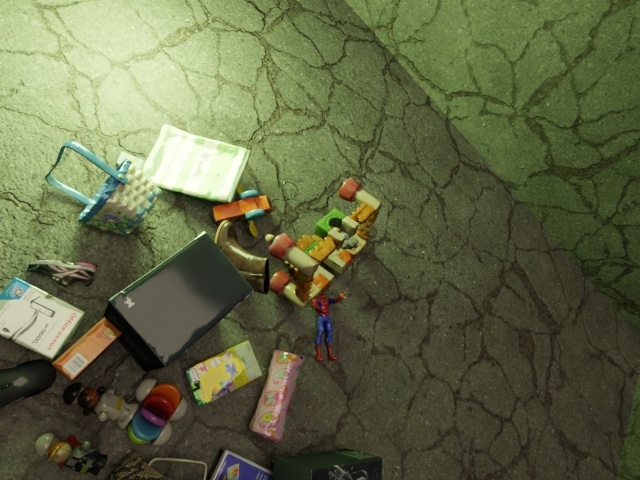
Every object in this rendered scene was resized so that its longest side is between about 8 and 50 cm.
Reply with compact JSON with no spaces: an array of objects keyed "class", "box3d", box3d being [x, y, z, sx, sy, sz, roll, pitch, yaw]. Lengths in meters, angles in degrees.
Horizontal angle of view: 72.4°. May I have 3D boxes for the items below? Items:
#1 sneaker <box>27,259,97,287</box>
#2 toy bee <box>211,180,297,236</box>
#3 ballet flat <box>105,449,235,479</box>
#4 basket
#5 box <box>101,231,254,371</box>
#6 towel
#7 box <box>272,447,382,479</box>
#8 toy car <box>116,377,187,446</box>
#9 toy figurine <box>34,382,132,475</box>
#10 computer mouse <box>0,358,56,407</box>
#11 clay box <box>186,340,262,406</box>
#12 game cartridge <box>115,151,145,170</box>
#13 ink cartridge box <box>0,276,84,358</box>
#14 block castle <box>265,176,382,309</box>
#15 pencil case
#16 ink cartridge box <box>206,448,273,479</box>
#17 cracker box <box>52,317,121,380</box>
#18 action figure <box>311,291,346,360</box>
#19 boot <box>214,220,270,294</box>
[{"class":"sneaker","box3d":[-0.755,0.098,1.276,0.179,0.072,0.077,7,81,-21]},{"class":"toy bee","box3d":[-0.235,-0.109,1.599,0.299,0.162,0.195,3,79,-2]},{"class":"ballet flat","box3d":[-0.339,0.707,1.196,0.483,0.164,0.182,23,42,2]},{"class":"basket","box3d":[-0.652,-0.154,1.307,0.289,0.255,0.201,38,52,-24]},{"class":"box","box3d":[-0.416,0.187,1.235,0.293,0.395,0.212,-41,95,-32]},{"class":"towel","box3d":[-0.434,-0.268,1.535,0.325,0.038,0.247,16,65,-4]},{"class":"box","box3d":[0.019,0.840,1.325,0.313,0.179,0.342,15,71,-39]},{"class":"toy car","box3d":[-0.474,0.493,1.253,0.159,0.136,0.181,38,59,-13]},{"class":"toy figurine","box3d":[-0.618,0.483,1.134,0.148,0.210,0.212,37,58,-25]},{"class":"computer mouse","box3d":[-0.829,0.421,1.128,0.262,0.060,0.183,-10,77,-30]},{"class":"clay box","box3d":[-0.314,0.428,1.412,0.222,0.053,0.127,-20,84,-31]},{"class":"game cartridge","box3d":[-0.646,-0.262,1.486,0.083,0.017,0.055,22,68,-21]},{"class":"ink cartridge box","box3d":[-0.786,0.218,1.205,0.203,0.086,0.148,32,61,-15]},{"class":"block castle","box3d":[0.000,0.000,1.575,0.213,0.302,0.453,35,55,18]},{"class":"pencil case","box3d":[-0.139,0.507,1.443,0.124,0.124,0.283,28,61,-18]},{"class":"ink cartridge box","box3d":[-0.235,0.839,1.311,0.307,0.072,0.303,36,59,-16]},{"class":"cracker box","box3d":[-0.628,0.298,1.178,0.067,0.232,0.155,46,58,-9]},{"class":"action figure","box3d":[0.031,0.292,1.603,0.092,0.139,0.280,4,69,-29]},{"class":"boot","box3d":[-0.251,0.055,1.462,0.090,0.207,0.248,-3,92,-57]}]
